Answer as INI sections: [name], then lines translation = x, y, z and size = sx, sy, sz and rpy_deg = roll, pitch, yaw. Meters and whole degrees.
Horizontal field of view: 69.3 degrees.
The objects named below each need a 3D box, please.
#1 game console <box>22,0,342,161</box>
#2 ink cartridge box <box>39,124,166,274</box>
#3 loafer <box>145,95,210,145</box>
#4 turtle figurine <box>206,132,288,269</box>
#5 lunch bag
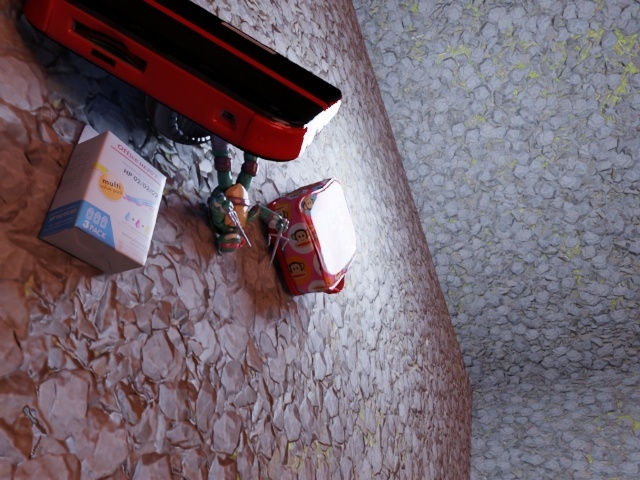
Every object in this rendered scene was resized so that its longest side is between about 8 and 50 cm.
[game console]
translation = -0.163, -0.266, 0.681
size = 0.387, 0.060, 0.342
rpy_deg = 30, 28, -3
[ink cartridge box]
translation = -0.264, -0.062, 0.590
size = 0.104, 0.062, 0.181
rpy_deg = 46, 36, -49
[loafer]
translation = -0.200, -0.276, 0.827
size = 0.130, 0.133, 0.366
rpy_deg = 36, 31, 0
[turtle figurine]
translation = -0.142, -0.065, 0.799
size = 0.175, 0.118, 0.233
rpy_deg = 1, 90, -63
[lunch bag]
translation = 0.000, 0.000, 1.079
size = 0.293, 0.120, 0.257
rpy_deg = -41, 115, -65
